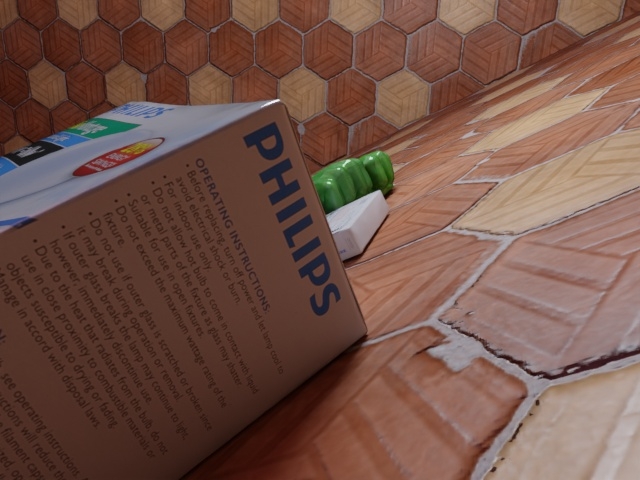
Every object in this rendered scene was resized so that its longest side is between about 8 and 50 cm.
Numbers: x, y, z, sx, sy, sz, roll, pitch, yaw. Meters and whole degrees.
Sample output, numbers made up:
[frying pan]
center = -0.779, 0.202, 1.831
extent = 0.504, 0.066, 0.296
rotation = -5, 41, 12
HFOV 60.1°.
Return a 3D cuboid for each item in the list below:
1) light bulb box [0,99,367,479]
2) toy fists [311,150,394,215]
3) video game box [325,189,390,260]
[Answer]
[light bulb box]
center = -0.224, 0.044, 0.491
extent = 0.361, 0.225, 0.358
rotation = -33, 29, -26
[toy fists]
center = 0.055, -0.102, 1.065
extent = 0.142, 0.096, 0.279
rotation = -33, -5, 34
[video game box]
center = 0.000, 0.000, 0.862
extent = 0.187, 0.048, 0.205
rotation = -21, 12, 25
